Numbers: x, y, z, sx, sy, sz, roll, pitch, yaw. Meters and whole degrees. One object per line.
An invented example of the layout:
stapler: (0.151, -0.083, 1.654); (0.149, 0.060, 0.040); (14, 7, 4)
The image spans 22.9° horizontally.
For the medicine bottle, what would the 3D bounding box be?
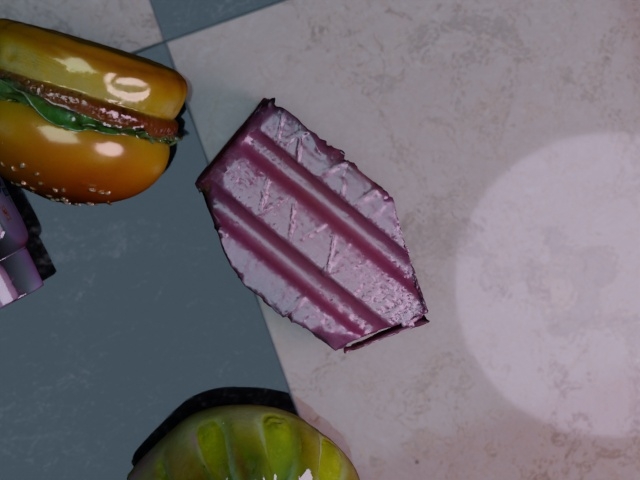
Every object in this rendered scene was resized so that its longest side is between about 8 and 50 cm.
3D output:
medicine bottle: (-0.372, -0.018, 1.676); (0.094, 0.119, 0.188); (-26, 96, 1)

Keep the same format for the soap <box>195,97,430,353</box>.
soap: (0.000, 0.000, 1.702); (0.289, 0.112, 0.182); (38, 93, -6)

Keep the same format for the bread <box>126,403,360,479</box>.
bread: (-0.080, 0.256, 1.702); (0.261, 0.158, 0.156); (-7, 92, -5)

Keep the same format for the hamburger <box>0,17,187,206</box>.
hamburger: (-0.264, -0.125, 1.621); (0.246, 0.246, 0.170); (14, 96, -4)
